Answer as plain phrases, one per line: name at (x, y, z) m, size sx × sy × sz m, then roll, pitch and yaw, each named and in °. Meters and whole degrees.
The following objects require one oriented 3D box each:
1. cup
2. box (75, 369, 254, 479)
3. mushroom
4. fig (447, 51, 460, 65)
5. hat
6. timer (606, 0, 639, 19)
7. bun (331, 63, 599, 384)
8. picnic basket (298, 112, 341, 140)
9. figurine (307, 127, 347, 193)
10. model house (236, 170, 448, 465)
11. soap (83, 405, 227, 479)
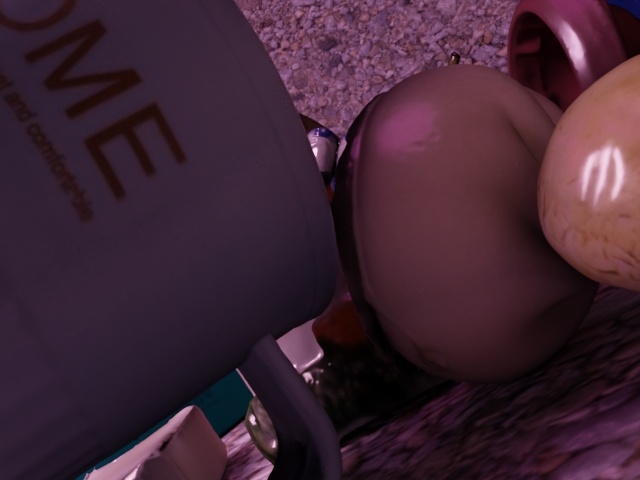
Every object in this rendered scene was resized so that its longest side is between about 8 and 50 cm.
cup at (-0.178, 0.043, 0.398) m, size 0.311 × 0.331 × 0.256 m, roll -34°, pitch 24°, yaw -24°
box at (-0.180, 0.198, 0.876) m, size 0.245 × 0.092 × 0.153 m, roll -35°, pitch 2°, yaw -34°
mushroom at (0.162, -0.024, 0.324) m, size 0.148 × 0.112 × 0.148 m, roll -13°, pitch 30°, yaw 8°
fig at (0.244, -0.181, 1.302) m, size 0.149 × 0.245 × 0.149 m, roll -26°, pitch 5°, yaw 2°
hat at (0.207, -0.105, 0.598) m, size 0.089 × 0.206 × 0.205 m, roll -16°, pitch 1°, yaw -1°
timer at (0.461, -0.295, 1.141) m, size 0.270 × 0.270 × 0.383 m, roll -34°, pitch -13°, yaw -16°
bun at (0.094, -0.011, 0.431) m, size 0.119 × 0.173 × 0.173 m, roll -10°, pitch 12°, yaw 27°
picnic basket at (-0.013, -0.087, 1.225) m, size 0.337 × 0.337 × 0.293 m, roll -32°, pitch 1°, yaw 37°
figurine at (-0.010, -0.005, 0.981) m, size 0.193 × 0.274 × 0.133 m, roll -9°, pitch -26°, yaw -10°
model house at (-0.013, -0.017, 0.639) m, size 0.190 × 0.301 × 0.271 m, roll -40°, pitch -2°, yaw 26°
soap at (-0.140, 0.196, 0.618) m, size 0.121 × 0.064 × 0.183 m, roll -34°, pitch 1°, yaw 0°
